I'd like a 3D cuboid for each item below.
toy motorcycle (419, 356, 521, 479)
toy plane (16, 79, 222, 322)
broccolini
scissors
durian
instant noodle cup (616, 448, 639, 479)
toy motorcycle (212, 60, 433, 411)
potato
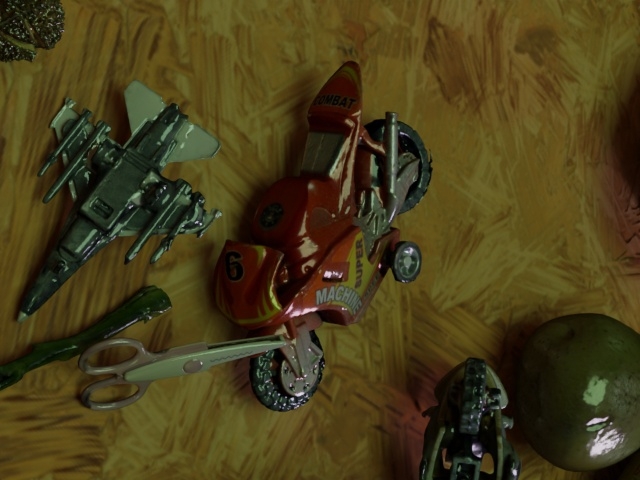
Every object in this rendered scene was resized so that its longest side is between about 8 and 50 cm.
[{"bbox_3d":[0.139,0.211,1.641,0.094,0.130,0.229,6,107,1],"label":"toy motorcycle"},{"bbox_3d":[-0.171,-0.032,1.408,0.160,0.082,0.234,37,66,-4],"label":"toy plane"},{"bbox_3d":[-0.232,0.089,1.401,0.254,0.071,0.057,-29,73,-41],"label":"broccolini"},{"bbox_3d":[-0.114,0.100,1.439,0.176,0.022,0.085,-10,135,-14],"label":"scissors"},{"bbox_3d":[-0.240,-0.182,1.350,0.080,0.080,0.091,-18,93,-36],"label":"durian"},{"bbox_3d":[0.369,0.306,1.782,0.236,0.215,0.215,-46,118,-17],"label":"instant noodle cup"},{"bbox_3d":[0.000,0.001,1.535,0.171,0.089,0.298,40,68,-34],"label":"toy motorcycle"},{"bbox_3d":[0.284,0.149,1.721,0.194,0.157,0.157,2,91,-27],"label":"potato"}]
